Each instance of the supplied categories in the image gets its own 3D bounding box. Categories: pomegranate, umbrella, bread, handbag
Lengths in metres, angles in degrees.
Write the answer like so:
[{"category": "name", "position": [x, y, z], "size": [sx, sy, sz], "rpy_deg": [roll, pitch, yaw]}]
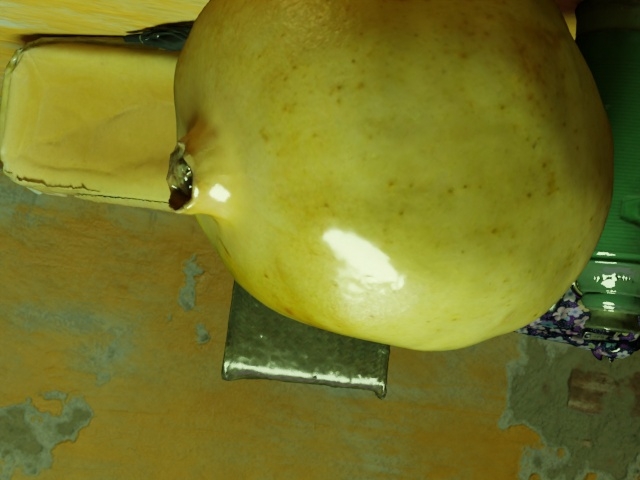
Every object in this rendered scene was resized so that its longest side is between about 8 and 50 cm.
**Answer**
[{"category": "pomegranate", "position": [0.035, -0.052, 0.628], "size": [0.233, 0.233, 0.233], "rpy_deg": [7, 177, 0]}, {"category": "umbrella", "position": [-0.061, -0.139, 0.856], "size": [0.269, 0.044, 0.044], "rpy_deg": [6, 150, 51]}, {"category": "bread", "position": [-0.147, -0.093, 1.003], "size": [0.241, 0.136, 0.107], "rpy_deg": [7, 180, 26]}, {"category": "handbag", "position": [0.335, 0.038, 1.494], "size": [0.208, 0.228, 0.127], "rpy_deg": [13, -165, -11]}]

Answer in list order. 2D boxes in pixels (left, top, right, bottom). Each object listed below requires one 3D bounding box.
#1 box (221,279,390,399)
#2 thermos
[{"category": "box", "position": [0.003, 0.000, 1.104], "size": [0.143, 0.273, 0.184], "rpy_deg": [7, 177, 3]}, {"category": "thermos", "position": [0.171, -0.041, 0.698], "size": [0.083, 0.187, 0.073], "rpy_deg": [4, 175, 30]}]
